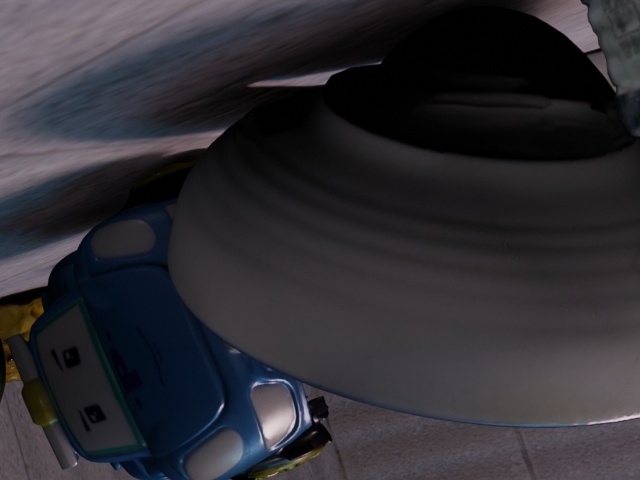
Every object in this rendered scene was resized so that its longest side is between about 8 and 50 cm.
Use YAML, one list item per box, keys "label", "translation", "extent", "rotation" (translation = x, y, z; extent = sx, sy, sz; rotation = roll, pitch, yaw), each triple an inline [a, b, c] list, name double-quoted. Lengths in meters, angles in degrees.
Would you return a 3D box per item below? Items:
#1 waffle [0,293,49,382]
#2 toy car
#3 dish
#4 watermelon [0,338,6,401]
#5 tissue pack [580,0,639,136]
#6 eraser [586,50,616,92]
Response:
- label: "waffle"
  translation: [-0.366, 0.124, 1.401]
  extent: [0.382, 0.095, 0.380]
  rotation: [-13, 175, -21]
- label: "toy car"
  translation: [-0.111, 0.071, 0.780]
  extent: [0.166, 0.198, 0.314]
  rotation: [-24, 180, -17]
- label: "dish"
  translation: [0.070, -0.042, 0.558]
  extent: [0.273, 0.133, 0.273]
  rotation: [5, -158, -2]
- label: "watermelon"
  translation: [-0.272, 0.083, 0.779]
  extent: [0.141, 0.140, 0.187]
  rotation: [-17, -178, 0]
- label: "tissue pack"
  translation: [0.256, -0.125, 0.491]
  extent: [0.257, 0.081, 0.185]
  rotation: [-21, 175, 35]
- label: "eraser"
  translation: [0.160, -0.038, 0.936]
  extent: [0.331, 0.149, 0.331]
  rotation: [-19, 174, -2]
